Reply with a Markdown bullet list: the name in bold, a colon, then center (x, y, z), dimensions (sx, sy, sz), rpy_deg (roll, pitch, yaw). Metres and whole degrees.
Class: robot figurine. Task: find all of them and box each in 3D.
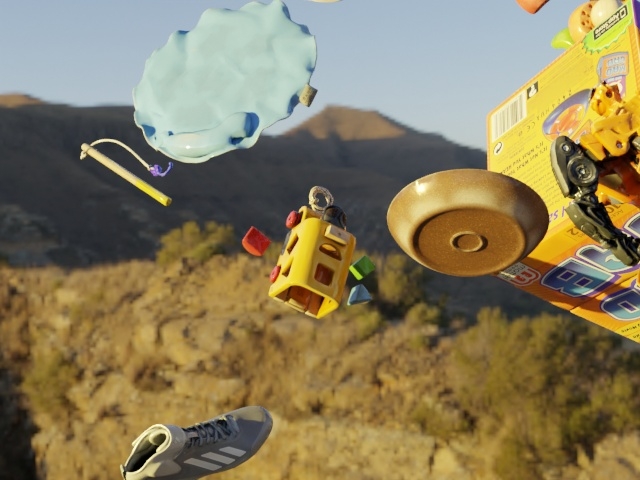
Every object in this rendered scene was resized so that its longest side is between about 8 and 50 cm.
- **robot figurine**: center (0.332, -0.023, 0.869), dimensions (0.211, 0.291, 0.085), rpy_deg (-36, -15, -15)

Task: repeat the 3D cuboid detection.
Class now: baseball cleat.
- **baseball cleat**: center (-0.153, 0.258, 1.277), dimensions (0.206, 0.109, 0.072), rpy_deg (-30, 52, -19)

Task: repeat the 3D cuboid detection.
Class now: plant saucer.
- **plant saucer**: center (0.180, -0.010, 1.235), dimensions (0.199, 0.036, 0.198), rpy_deg (5, -38, 4)

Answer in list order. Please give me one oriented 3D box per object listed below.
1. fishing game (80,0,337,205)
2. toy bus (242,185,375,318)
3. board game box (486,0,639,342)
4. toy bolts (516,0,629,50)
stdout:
- **fishing game**: center (-0.082, -0.142, 0.908), dimensions (0.189, 0.264, 0.041), rpy_deg (26, -19, 37)
- **toy bus**: center (0.002, 0.012, 1.514), dimensions (0.191, 0.202, 0.104), rpy_deg (-22, -7, -35)
- **board game box**: center (0.530, -0.100, 1.687), dimensions (0.356, 0.356, 0.356), rpy_deg (24, -39, -24)
- **toy bolts**: center (0.488, -0.453, 1.820), dimensions (0.218, 0.228, 0.158), rpy_deg (-38, -9, -24)
